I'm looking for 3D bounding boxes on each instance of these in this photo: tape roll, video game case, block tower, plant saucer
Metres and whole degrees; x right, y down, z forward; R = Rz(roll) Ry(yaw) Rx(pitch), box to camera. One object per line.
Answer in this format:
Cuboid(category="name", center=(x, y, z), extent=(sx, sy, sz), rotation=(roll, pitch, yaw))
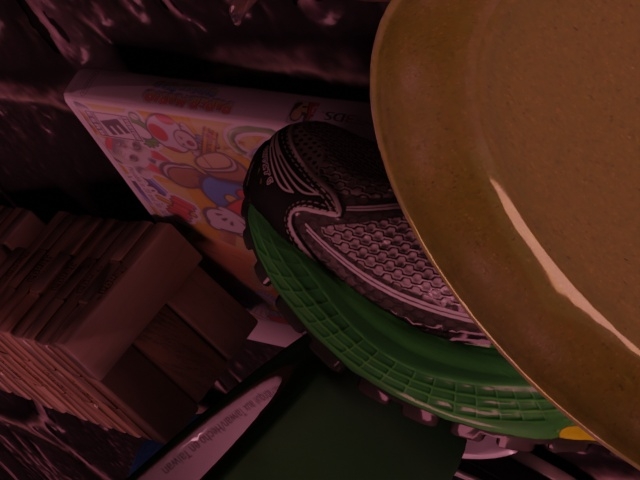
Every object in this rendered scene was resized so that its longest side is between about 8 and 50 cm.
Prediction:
Cuboid(category="tape roll", center=(-0.077, 0.164, 0.826), extent=(0.077, 0.321, 0.321), rotation=(48, 155, -3))
Cuboid(category="video game case", center=(0.000, 0.000, 0.938), extent=(0.206, 0.026, 0.227), rotation=(10, 149, 33))
Cuboid(category="block tower", center=(-0.164, 0.042, 1.105), extent=(0.097, 0.091, 0.335), rotation=(45, 161, -24))
Cuboid(category="plant saucer", center=(0.119, -0.002, 0.563), extent=(0.241, 0.037, 0.241), rotation=(35, 153, 21))

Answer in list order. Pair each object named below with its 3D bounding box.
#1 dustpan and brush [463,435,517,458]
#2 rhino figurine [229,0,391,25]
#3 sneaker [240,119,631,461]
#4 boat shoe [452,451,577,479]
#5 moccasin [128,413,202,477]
Cuboid(category="dustpan and brush", center=(0.052, 0.083, 0.941), extent=(0.147, 0.060, 0.211), rotation=(24, 155, 7))
Cuboid(category="rhino figurine", center=(0.008, -0.128, 0.643), extent=(0.106, 0.073, 0.243), rotation=(47, 154, -25))
Cuboid(category="sneaker", center=(0.125, 0.006, 0.719), extent=(0.343, 0.134, 0.146), rotation=(17, 115, 25))
Cuboid(category="boat shoe", center=(0.083, 0.148, 1.079), extent=(0.254, 0.079, 0.095), rotation=(38, 154, -14))
Cuboid(category="moccasin", center=(0.021, 0.223, 1.234), extent=(0.342, 0.138, 0.117), rotation=(22, 164, 29))
